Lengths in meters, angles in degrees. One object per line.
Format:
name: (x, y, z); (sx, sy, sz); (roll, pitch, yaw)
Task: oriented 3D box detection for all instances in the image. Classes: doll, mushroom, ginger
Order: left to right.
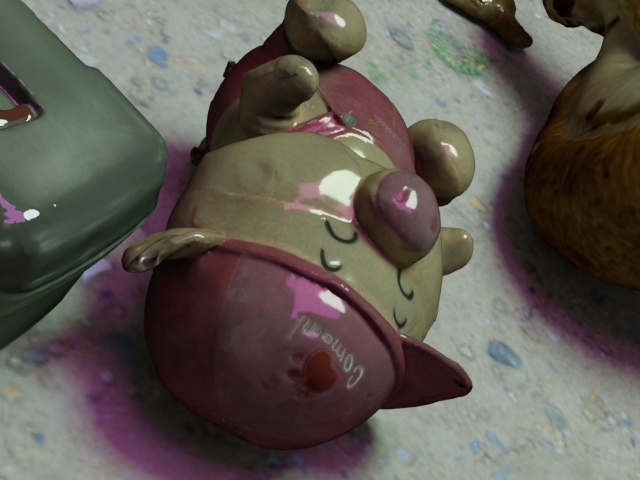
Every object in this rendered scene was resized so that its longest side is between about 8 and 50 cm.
doll: (0.001, -0.002, 0.799); (0.196, 0.152, 0.256); (21, 45, -8)
ginger: (0.137, -0.193, 1.192); (0.097, 0.030, 0.048); (33, 40, -12)
mushroom: (0.278, -0.108, 1.026); (0.260, 0.345, 0.345); (61, 35, -15)

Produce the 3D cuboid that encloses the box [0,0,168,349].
box: (-0.191, -0.048, 0.698); (0.210, 0.129, 0.148); (45, 38, 4)
